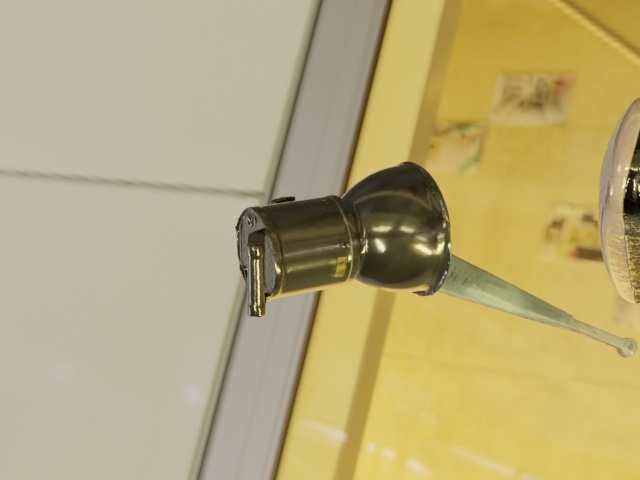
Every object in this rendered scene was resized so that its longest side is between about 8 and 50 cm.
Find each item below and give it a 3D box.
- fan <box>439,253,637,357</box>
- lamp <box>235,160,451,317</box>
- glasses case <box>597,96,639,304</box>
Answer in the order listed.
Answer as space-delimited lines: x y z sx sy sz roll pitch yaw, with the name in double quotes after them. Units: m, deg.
0.249 0.084 1.598 0.282 0.057 0.023 24 152 -2 "fan"
0.000 0.000 1.399 0.227 0.147 0.172 -8 -157 -24 "lamp"
0.318 -0.031 1.306 0.075 0.122 0.314 12 162 20 "glasses case"
